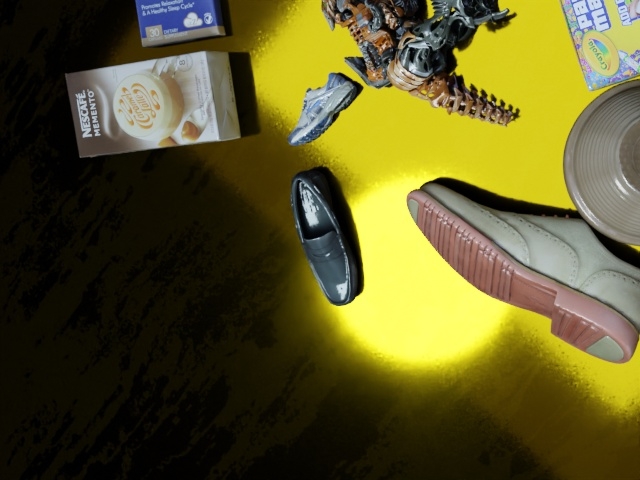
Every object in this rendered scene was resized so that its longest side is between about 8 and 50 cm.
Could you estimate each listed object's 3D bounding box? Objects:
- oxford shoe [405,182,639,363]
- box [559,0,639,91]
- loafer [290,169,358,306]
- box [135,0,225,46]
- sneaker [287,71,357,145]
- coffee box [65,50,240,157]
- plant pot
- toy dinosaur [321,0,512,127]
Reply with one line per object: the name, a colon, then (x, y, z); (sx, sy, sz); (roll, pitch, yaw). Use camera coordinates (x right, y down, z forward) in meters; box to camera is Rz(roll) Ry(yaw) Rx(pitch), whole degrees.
oxford shoe: (0.308, 0.018, 1.445); (0.397, 0.140, 0.146); (35, 72, 16)
box: (0.450, -0.314, 1.235); (0.279, 0.290, 0.177); (-18, 94, 18)
loafer: (0.000, 0.000, 1.539); (0.076, 0.078, 0.223); (-15, 95, 19)
box: (-0.234, -0.428, 1.558); (0.136, 0.036, 0.225); (-6, 97, 18)
sneaker: (-0.006, -0.205, 1.526); (0.135, 0.052, 0.058); (-45, 75, 12)
coffee box: (-0.266, -0.215, 1.571); (0.246, 0.098, 0.141); (-6, 98, 18)
plant pot: (0.455, -0.109, 1.340); (0.237, 0.110, 0.238); (0, 89, 9)
toy dinosaur: (0.151, -0.291, 1.432); (0.321, 0.164, 0.218); (32, 123, -10)
